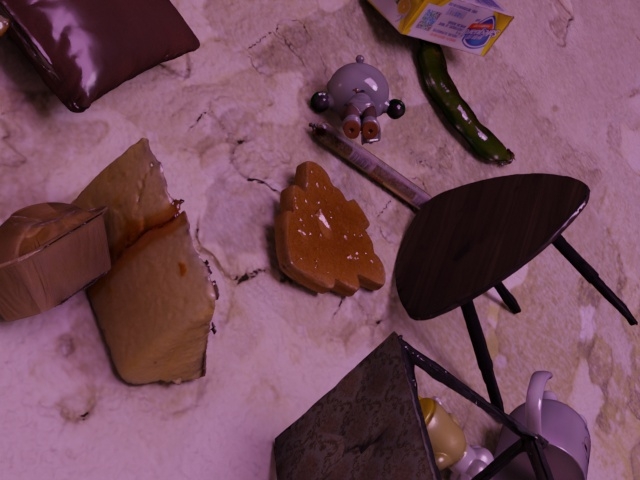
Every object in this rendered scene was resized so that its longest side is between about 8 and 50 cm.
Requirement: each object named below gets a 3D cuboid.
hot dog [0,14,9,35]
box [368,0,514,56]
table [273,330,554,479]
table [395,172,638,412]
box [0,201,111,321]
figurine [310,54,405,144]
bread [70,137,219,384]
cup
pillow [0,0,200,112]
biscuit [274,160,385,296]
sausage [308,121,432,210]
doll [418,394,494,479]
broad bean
[{"bbox_3d":[-0.449,-0.250,1.455,0.146,0.103,0.213,44,19,23],"label":"hot dog"},{"bbox_3d":[0.203,-0.431,2.369,0.265,0.097,0.168,3,39,-51],"label":"box"},{"bbox_3d":[0.128,0.332,1.468,0.272,0.222,0.335,36,22,-25],"label":"table"},{"bbox_3d":[0.306,0.075,1.961,0.249,0.317,0.317,55,30,-26],"label":"table"},{"bbox_3d":[-0.297,0.014,1.405,0.111,0.111,0.177,54,33,-1],"label":"box"},{"bbox_3d":[0.058,-0.205,2.021,0.147,0.093,0.197,6,41,-3],"label":"figurine"},{"bbox_3d":[-0.166,0.021,1.489,0.135,0.178,0.240,3,57,-48],"label":"bread"},{"bbox_3d":[0.307,0.281,1.880,0.173,0.134,0.142,51,32,-15],"label":"cup"},{"bbox_3d":[-0.319,-0.324,1.663,0.308,0.108,0.305,51,32,-4],"label":"pillow"},{"bbox_3d":[0.000,0.000,1.836,0.212,0.041,0.238,60,33,-3],"label":"biscuit"},{"bbox_3d":[0.084,-0.112,2.042,0.269,0.033,0.033,33,39,-29],"label":"sausage"},{"bbox_3d":[0.171,0.278,1.782,0.162,0.062,0.106,45,39,-13],"label":"doll"},{"bbox_3d":[0.248,-0.244,2.353,0.292,0.049,0.144,54,25,-3],"label":"broad bean"}]
